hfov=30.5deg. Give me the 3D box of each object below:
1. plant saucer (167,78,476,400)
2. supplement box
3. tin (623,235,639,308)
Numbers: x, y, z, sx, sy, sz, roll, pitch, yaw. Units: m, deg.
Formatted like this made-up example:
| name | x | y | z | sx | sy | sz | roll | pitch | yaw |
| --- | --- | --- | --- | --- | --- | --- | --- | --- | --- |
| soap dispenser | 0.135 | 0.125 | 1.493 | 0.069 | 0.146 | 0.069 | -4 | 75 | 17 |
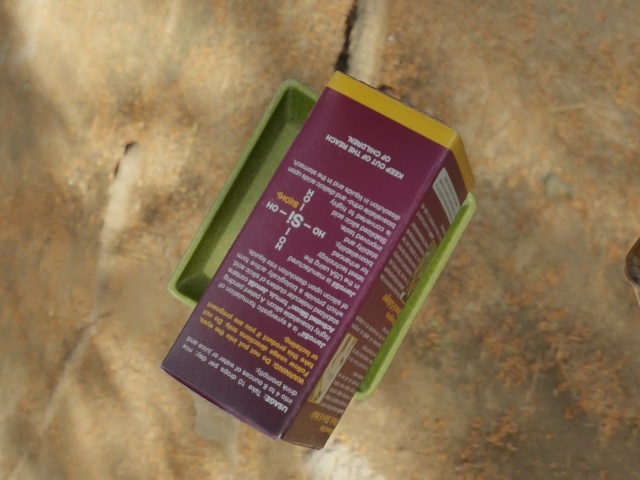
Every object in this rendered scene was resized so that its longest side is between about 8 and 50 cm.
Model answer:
| name | x | y | z | sx | sy | sz | roll | pitch | yaw |
| --- | --- | --- | --- | --- | --- | --- | --- | --- | --- |
| plant saucer | 0.000 | 0.000 | 0.919 | 0.188 | 0.188 | 0.045 | -60 | 18 | -4 |
| supplement box | 0.004 | 0.016 | 0.658 | 0.081 | 0.104 | 0.188 | 29 | 86 | 17 |
| tin | 0.238 | -0.008 | 0.634 | 0.106 | 0.190 | 0.040 | -10 | 113 | 45 |
